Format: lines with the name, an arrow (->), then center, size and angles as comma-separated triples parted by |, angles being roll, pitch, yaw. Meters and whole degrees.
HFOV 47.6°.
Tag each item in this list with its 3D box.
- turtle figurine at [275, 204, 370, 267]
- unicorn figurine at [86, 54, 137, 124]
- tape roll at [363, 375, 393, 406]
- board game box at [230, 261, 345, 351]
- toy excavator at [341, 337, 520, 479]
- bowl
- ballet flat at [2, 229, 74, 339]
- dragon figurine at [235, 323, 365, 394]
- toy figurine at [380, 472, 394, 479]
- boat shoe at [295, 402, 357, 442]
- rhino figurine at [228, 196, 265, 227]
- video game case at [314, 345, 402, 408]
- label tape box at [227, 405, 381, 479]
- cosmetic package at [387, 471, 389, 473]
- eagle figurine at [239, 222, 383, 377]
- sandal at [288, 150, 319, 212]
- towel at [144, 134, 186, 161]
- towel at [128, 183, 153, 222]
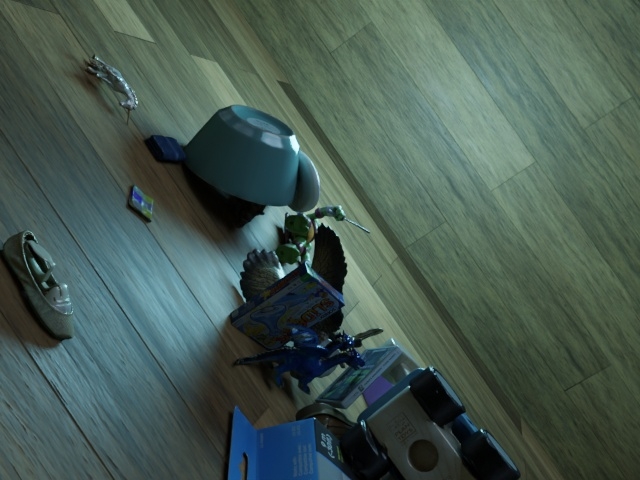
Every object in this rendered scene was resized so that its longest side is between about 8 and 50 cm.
turtle figurine -> 0.000, 0.000, 2.050 | 0.274, 0.198, 0.266 | 54, 20, 7
unicorn figurine -> -0.467, -0.357, 1.641 | 0.111, 0.060, 0.161 | 36, 24, -48
tape roll -> 0.218, 0.434, 1.987 | 0.274, 0.090, 0.274 | 50, 16, -20
board game box -> -0.069, 0.144, 1.518 | 0.136, 0.201, 0.035 | 42, 20, -37
toy excavator -> 0.205, 0.376, 1.488 | 0.433, 0.222, 0.445 | 52, 5, 24
bowl -> -0.178, -0.233, 1.831 | 0.312, 0.163, 0.311 | 22, 21, -9
ballet flat -> -0.386, 0.061, 1.015 | 0.168, 0.052, 0.057 | 56, 15, 2
dragon figurine -> -0.041, 0.228, 1.486 | 0.289, 0.144, 0.085 | 26, 15, -35
toy figurine -> 0.224, 0.589, 1.563 | 0.213, 0.148, 0.209 | 52, 15, -9
boat shoe -> 0.064, 0.439, 1.506 | 0.307, 0.111, 0.104 | 30, 31, -37
rhino figurine -> -0.180, -0.095, 1.867 | 0.073, 0.106, 0.243 | 50, 16, -17
video game case -> 0.078, 0.293, 1.559 | 0.022, 0.173, 0.190 | 49, -20, -4
label tape box -> -0.006, 0.445, 1.240 | 0.347, 0.115, 0.249 | 50, 15, -24
cosmetic package -> 0.220, 0.487, 1.764 | 0.183, 0.151, 0.151 | 58, 15, 8
eagle figurine -> -0.027, 0.142, 1.652 | 0.225, 0.226, 0.298 | 11, -48, 52
sandal -> -0.064, -0.177, 2.034 | 0.416, 0.102, 0.169 | -157, -118, -66
towel -> -0.364, -0.215, 1.713 | 0.067, 0.029, 0.119 | 56, 14, 6
towel -> -0.361, -0.075, 1.463 | 0.060, 0.009, 0.083 | 45, 18, -31
